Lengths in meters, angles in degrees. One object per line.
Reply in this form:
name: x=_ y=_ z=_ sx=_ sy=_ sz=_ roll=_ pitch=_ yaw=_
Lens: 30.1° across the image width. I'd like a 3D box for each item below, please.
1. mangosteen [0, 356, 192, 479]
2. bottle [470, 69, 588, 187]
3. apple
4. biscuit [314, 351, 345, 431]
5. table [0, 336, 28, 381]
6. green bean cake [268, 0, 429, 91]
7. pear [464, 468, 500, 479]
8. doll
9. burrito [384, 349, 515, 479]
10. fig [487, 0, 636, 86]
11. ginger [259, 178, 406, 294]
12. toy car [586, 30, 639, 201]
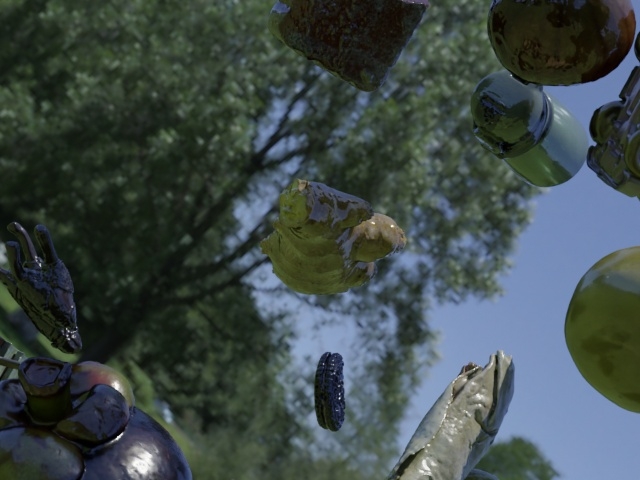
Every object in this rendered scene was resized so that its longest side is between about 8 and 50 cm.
mangosteen: x=-0.260 y=0.257 z=1.218 sx=0.233 sy=0.287 sz=0.287 roll=39 pitch=-14 yaw=21
bottle: x=0.399 y=-0.221 z=2.314 sx=0.168 sy=0.168 sz=0.347 roll=40 pitch=7 yaw=30
apple: x=0.488 y=0.126 z=1.702 sx=0.262 sy=0.262 sz=0.262 roll=44 pitch=-13 yaw=13
biscuit: x=0.012 y=0.176 z=1.387 sx=0.027 sy=0.089 sz=0.087 roll=-1 pitch=-36 yaw=13
table: x=-0.390 y=0.192 z=1.458 sx=0.111 sy=0.122 sz=0.240 roll=22 pitch=-18 yaw=19
green bean cake: x=0.042 y=-0.373 z=1.979 sx=0.232 sy=0.199 sz=0.097 roll=22 pitch=11 yaw=-30
pear: x=0.214 y=0.392 z=1.655 sx=0.104 sy=0.141 sz=0.141 roll=25 pitch=-24 yaw=43
doll: x=-0.305 y=0.058 z=1.304 sx=0.139 sy=0.057 sz=0.165 roll=6 pitch=-52 yaw=57
burrito: x=0.164 y=0.277 z=1.573 sx=0.076 sy=0.392 sz=0.117 roll=3 pitch=-53 yaw=36
fig: x=0.389 y=-0.359 z=1.922 sx=0.235 sy=0.235 sz=0.214 roll=29 pitch=-22 yaw=55
ginger: x=0.024 y=0.008 z=2.000 sx=0.236 sy=0.166 sz=0.375 roll=20 pitch=-8 yaw=-3
toy car: x=0.616 y=-0.213 z=1.977 sx=0.226 sy=0.336 sz=0.242 roll=24 pitch=15 yaw=-12
